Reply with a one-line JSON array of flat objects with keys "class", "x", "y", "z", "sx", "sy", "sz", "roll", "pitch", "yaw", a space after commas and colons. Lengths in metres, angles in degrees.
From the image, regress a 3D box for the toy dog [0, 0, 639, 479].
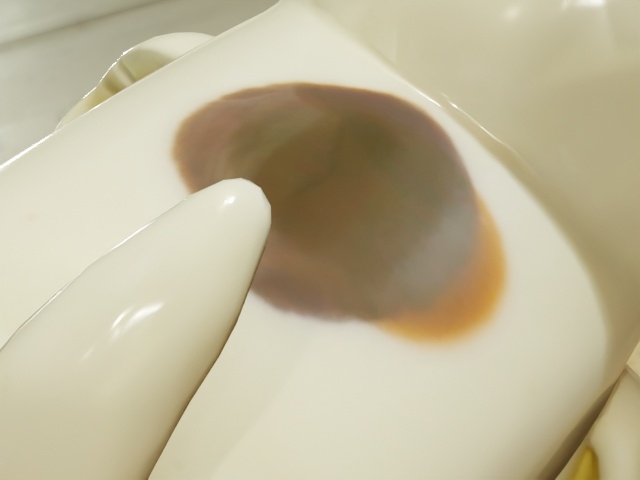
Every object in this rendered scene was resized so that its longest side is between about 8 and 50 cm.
[{"class": "toy dog", "x": 0.000, "y": 0.000, "z": 0.632, "sx": 0.284, "sy": 0.408, "sz": 0.395, "roll": 34, "pitch": -25, "yaw": 21}]
